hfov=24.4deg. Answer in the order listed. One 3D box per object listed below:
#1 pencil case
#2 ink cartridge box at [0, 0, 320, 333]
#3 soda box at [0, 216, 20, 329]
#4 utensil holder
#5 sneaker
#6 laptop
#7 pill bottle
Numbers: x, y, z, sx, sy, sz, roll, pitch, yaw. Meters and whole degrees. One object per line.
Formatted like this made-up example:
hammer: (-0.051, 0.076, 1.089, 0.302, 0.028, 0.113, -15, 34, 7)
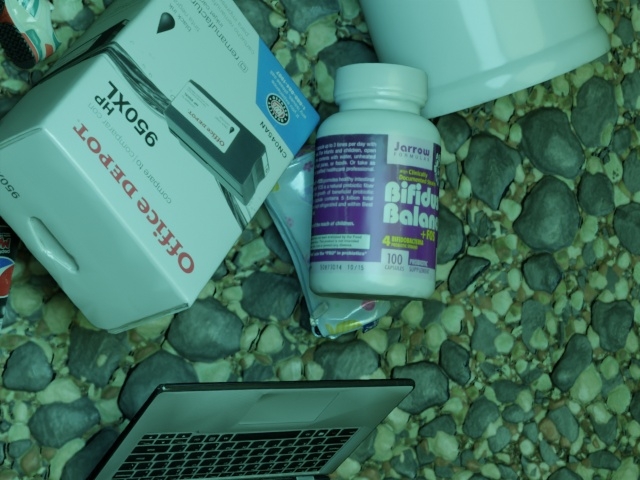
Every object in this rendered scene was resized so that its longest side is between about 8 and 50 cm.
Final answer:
pencil case: (0.000, 0.000, 2.072, 0.124, 0.113, 0.273, -24, 102, -16)
ink cartridge box: (-0.208, -0.123, 1.842, 0.285, 0.166, 0.395, 52, 44, -21)
soda box: (-0.416, 0.045, 1.832, 0.053, 0.060, 0.169, 15, 80, -32)
utensil holder: (0.194, -0.398, 2.092, 0.327, 0.327, 0.386, -26, 99, -31)
sneaker: (-0.383, -0.301, 1.878, 0.075, 0.057, 0.161, -37, 107, -46)
laptop: (-0.093, 0.383, 1.934, 0.381, 0.408, 0.236, 2, 54, -33)
pill bottle: (0.074, -0.074, 1.954, 0.169, 0.169, 0.302, 6, 84, -32)
